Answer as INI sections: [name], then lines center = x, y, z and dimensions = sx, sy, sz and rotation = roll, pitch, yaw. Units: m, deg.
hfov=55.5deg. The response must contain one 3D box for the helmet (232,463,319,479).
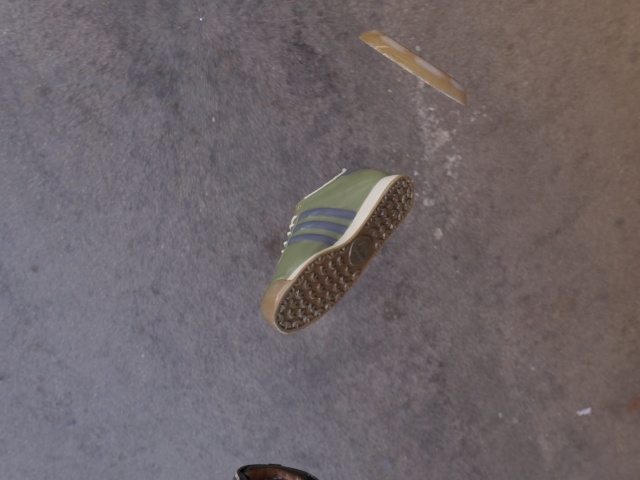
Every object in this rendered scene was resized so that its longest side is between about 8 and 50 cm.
[helmet]
center = -0.069, 0.402, 0.826
dimensions = 0.169, 0.169, 0.162
rotation = 10, 83, -14

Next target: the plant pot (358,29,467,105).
[plant pot]
center = 0.178, -0.326, 1.125
dimensions = 0.236, 0.236, 0.032
rotation = 27, 110, -19

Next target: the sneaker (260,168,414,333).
[sneaker]
center = 0.000, 0.000, 0.578
dimensions = 0.192, 0.086, 0.064
rotation = -46, 135, -19
